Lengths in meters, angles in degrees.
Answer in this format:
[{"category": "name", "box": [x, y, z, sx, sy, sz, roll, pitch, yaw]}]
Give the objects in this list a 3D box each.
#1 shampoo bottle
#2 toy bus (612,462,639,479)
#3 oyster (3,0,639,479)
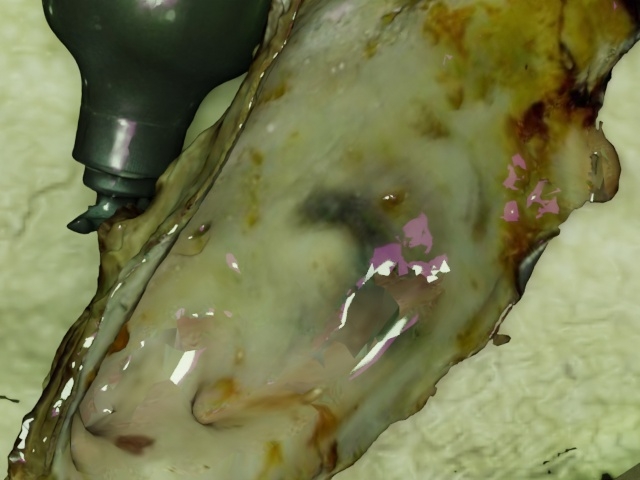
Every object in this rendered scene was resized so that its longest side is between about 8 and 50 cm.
[{"category": "shampoo bottle", "box": [-0.056, -0.141, 0.734, 0.101, 0.101, 0.283, 12, 97, -6]}, {"category": "toy bus", "box": [0.126, 0.159, 0.760, 0.103, 0.091, 0.182, 46, 122, -7]}, {"category": "oyster", "box": [-0.004, 0.010, 0.745, 0.221, 0.096, 0.361, 25, 101, -41]}]
